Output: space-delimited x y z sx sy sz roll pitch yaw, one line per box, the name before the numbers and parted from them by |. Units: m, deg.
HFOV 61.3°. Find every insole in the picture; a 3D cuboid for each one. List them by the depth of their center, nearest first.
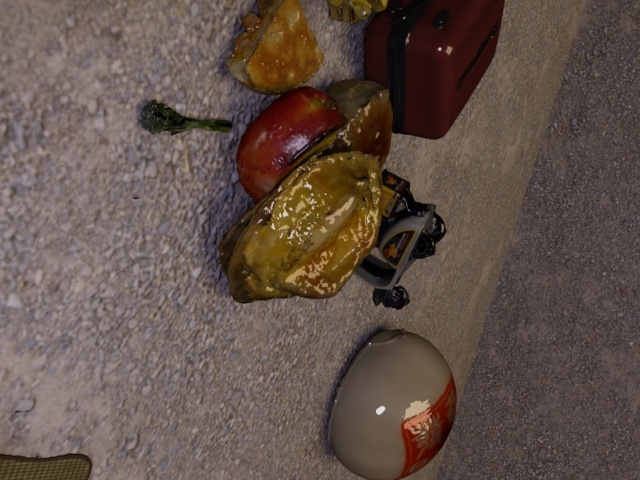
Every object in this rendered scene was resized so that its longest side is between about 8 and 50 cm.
insole | -0.339 0.257 0.558 0.253 0.005 0.086 31 80 -60

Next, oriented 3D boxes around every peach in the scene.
peach | -0.049 -0.134 0.716 0.172 0.092 0.127 -39 -178 11

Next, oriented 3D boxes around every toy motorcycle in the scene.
toy motorcycle | 0.124 0.016 0.978 0.091 0.157 0.263 -46 162 -48

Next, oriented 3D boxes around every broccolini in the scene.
broccolini | -0.154 -0.142 0.633 0.140 0.030 0.035 -19 86 -60

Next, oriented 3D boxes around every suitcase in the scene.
suitcase | 0.204 -0.345 0.956 0.297 0.161 0.236 -56 156 -28

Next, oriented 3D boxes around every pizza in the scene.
pizza | -0.055 -0.258 0.704 0.175 0.046 0.134 -16 121 -56

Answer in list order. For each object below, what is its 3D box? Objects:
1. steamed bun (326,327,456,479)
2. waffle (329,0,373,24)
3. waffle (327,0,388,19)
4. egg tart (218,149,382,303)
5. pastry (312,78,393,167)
steamed bun | 0.196 0.411 1.311 0.374 0.241 0.374 -40 141 -42
waffle | 0.064 -0.407 0.824 0.148 0.042 0.102 -49 142 -34
waffle | 0.046 -0.465 0.695 0.307 0.060 0.312 -60 137 -20
egg tart | 0.000 0.000 0.775 0.297 0.132 0.297 -35 154 -20
pastry | 0.043 -0.158 0.875 0.182 0.093 0.192 -46 149 -38
